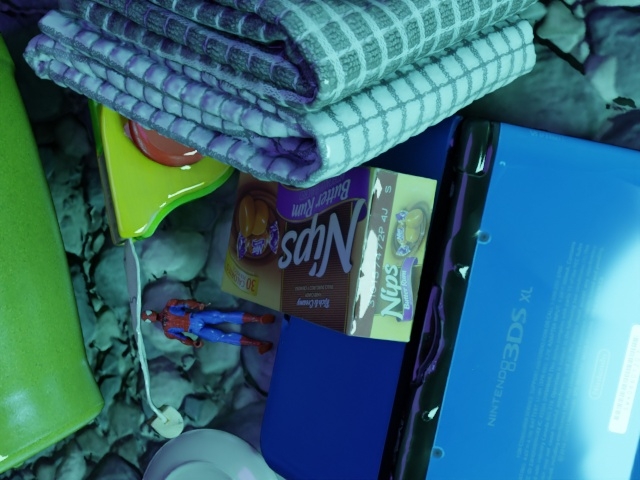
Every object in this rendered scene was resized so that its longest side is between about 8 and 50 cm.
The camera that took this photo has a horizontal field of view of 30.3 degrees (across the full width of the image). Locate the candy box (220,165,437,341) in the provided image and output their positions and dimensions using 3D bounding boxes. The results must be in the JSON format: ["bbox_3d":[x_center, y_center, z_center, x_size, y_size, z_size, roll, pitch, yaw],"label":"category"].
[{"bbox_3d":[0.000,0.000,0.821,0.186,0.053,0.109,14,95,60],"label":"candy box"}]

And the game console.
[{"bbox_3d":[0.105,0.062,0.839,0.250,0.173,0.293,11,96,-5],"label":"game console"}]

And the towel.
[{"bbox_3d":[-0.027,-0.163,0.779,0.283,0.235,0.121,27,133,32],"label":"towel"}]

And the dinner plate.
[{"bbox_3d":[-0.090,0.222,0.941,0.141,0.017,0.141,0,89,28],"label":"dinner plate"}]

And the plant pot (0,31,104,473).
[{"bbox_3d":[-0.348,0.032,0.910,0.366,0.366,0.353,-26,89,24],"label":"plant pot"}]

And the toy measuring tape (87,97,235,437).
[{"bbox_3d":[-0.103,-0.022,0.897,0.121,0.121,0.330,-12,88,26],"label":"toy measuring tape"}]

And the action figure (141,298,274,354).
[{"bbox_3d":[-0.093,0.066,0.938,0.115,0.030,0.038,5,96,29],"label":"action figure"}]
